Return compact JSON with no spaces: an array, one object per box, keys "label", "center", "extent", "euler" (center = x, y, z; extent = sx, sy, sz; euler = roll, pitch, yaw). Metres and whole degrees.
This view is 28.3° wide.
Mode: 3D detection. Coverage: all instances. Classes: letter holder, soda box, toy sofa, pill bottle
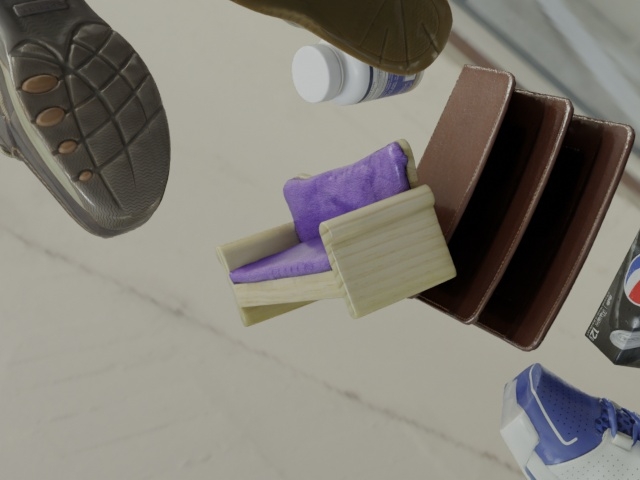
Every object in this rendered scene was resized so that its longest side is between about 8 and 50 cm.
[{"label":"letter holder","center":[0.224,-0.041,1.563],"extent":[0.152,0.302,0.214],"euler":[24,-178,-28]},{"label":"soda box","center":[0.313,0.035,1.170],"extent":[0.060,0.169,0.053],"euler":[10,-157,-30]},{"label":"toy sofa","center":[0.000,0.000,1.591],"extent":[0.150,0.362,0.177],"euler":[-21,-86,-25]},{"label":"pill bottle","center":[0.055,-0.260,1.885],"extent":[0.187,0.112,0.112],"euler":[-16,-120,-38]}]

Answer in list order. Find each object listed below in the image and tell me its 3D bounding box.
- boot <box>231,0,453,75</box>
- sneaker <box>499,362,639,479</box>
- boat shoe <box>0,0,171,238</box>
[{"label":"boot","center":[-0.036,-0.182,0.760],"extent":[0.213,0.077,0.165],"euler":[28,-169,-27]},{"label":"sneaker","center":[0.319,0.200,1.135],"extent":[0.315,0.182,0.127],"euler":[43,-158,-11]},{"label":"boat shoe","center":[-0.244,-0.138,1.153],"extent":[0.132,0.130,0.355],"euler":[-14,-119,-31]}]
